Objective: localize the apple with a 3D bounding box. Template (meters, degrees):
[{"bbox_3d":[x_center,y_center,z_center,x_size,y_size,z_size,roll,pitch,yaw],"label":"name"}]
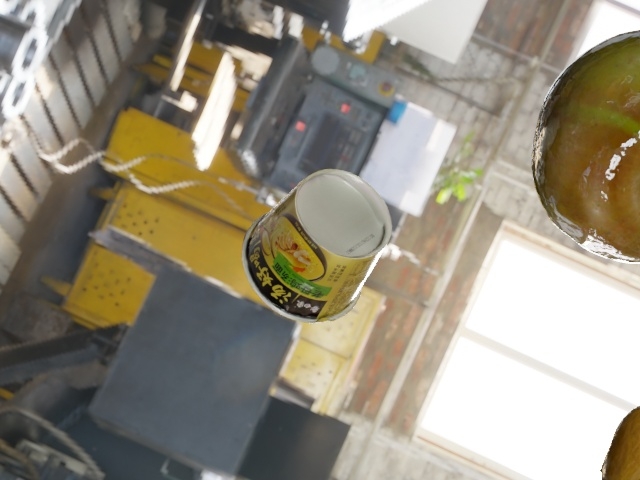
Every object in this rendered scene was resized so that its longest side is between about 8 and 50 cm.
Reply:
[{"bbox_3d":[0.122,-0.035,0.383,0.074,0.089,0.089,38,-73,58],"label":"apple"}]

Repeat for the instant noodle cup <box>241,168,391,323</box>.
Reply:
[{"bbox_3d":[0.000,0.000,1.105,0.151,0.151,0.122,-63,-175,-38],"label":"instant noodle cup"}]

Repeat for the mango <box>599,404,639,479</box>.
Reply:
[{"bbox_3d":[0.308,0.201,0.943,0.114,0.079,0.057,-43,141,-18],"label":"mango"}]
